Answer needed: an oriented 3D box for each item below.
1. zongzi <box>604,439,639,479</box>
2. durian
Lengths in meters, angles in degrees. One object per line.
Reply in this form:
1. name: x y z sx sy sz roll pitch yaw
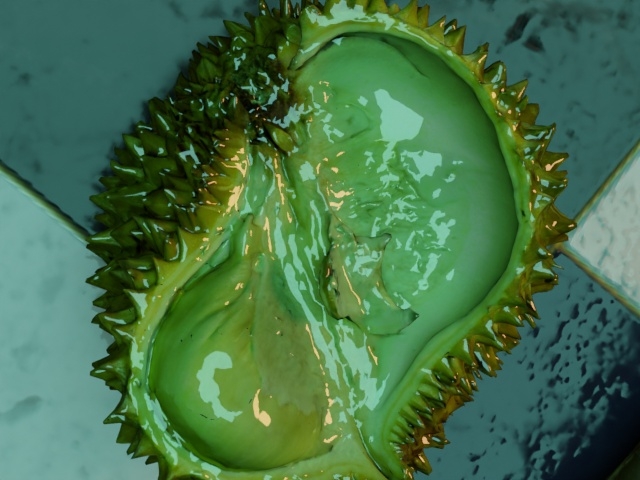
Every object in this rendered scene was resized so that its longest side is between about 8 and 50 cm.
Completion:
1. zongzi: 0.156 0.110 0.906 0.189 0.081 0.178 -18 74 8
2. durian: -0.002 0.003 0.814 0.200 0.176 0.237 23 96 -18
